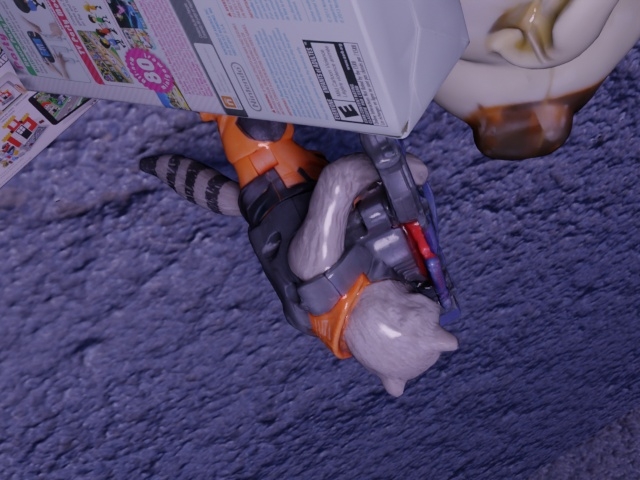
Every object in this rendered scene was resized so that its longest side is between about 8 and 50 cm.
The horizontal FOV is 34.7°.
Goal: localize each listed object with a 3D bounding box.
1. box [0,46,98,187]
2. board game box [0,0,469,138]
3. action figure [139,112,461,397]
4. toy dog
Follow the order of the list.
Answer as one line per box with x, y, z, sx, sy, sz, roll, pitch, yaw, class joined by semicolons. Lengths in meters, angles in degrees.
-0.268;-0.093;0.786;0.207;0.036;0.114;-40;144;6;box
-0.091;-0.181;0.569;0.097;0.304;0.224;-56;141;-31;board game box
0.000;0.000;0.857;0.179;0.330;0.341;-36;144;-4;action figure
0.104;-0.213;0.758;0.395;0.284;0.408;-34;147;21;toy dog
